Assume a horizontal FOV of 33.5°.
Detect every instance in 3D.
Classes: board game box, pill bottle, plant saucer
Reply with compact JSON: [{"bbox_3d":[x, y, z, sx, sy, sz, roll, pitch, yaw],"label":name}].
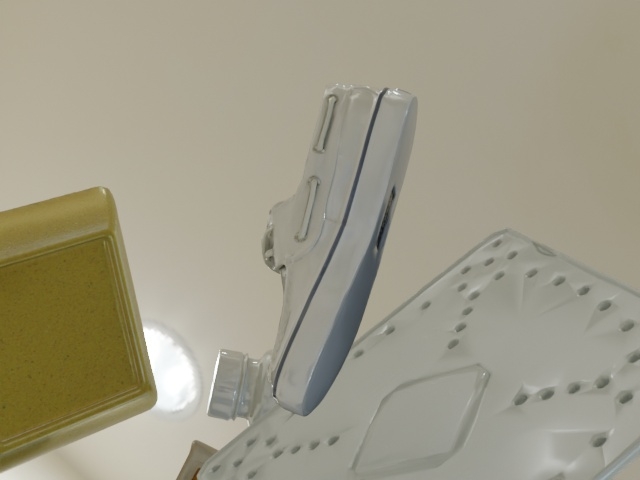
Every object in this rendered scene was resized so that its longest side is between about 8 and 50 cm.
[{"bbox_3d":[0.094,0.164,0.873,0.390,0.390,0.050,-38,-70,-4],"label":"board game box"},{"bbox_3d":[-0.047,0.232,1.576,0.229,0.131,0.131,12,-61,-5],"label":"pill bottle"},{"bbox_3d":[-0.362,0.123,1.385,0.081,0.332,0.333,2,-73,49],"label":"plant saucer"}]

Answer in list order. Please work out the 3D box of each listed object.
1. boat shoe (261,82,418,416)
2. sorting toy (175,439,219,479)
[{"bbox_3d":[0.000,0.000,0.780,0.084,0.258,0.095,14,-25,13],"label":"boat shoe"},{"bbox_3d":[-0.161,0.422,1.571,0.038,0.208,0.193,7,-23,45],"label":"sorting toy"}]
